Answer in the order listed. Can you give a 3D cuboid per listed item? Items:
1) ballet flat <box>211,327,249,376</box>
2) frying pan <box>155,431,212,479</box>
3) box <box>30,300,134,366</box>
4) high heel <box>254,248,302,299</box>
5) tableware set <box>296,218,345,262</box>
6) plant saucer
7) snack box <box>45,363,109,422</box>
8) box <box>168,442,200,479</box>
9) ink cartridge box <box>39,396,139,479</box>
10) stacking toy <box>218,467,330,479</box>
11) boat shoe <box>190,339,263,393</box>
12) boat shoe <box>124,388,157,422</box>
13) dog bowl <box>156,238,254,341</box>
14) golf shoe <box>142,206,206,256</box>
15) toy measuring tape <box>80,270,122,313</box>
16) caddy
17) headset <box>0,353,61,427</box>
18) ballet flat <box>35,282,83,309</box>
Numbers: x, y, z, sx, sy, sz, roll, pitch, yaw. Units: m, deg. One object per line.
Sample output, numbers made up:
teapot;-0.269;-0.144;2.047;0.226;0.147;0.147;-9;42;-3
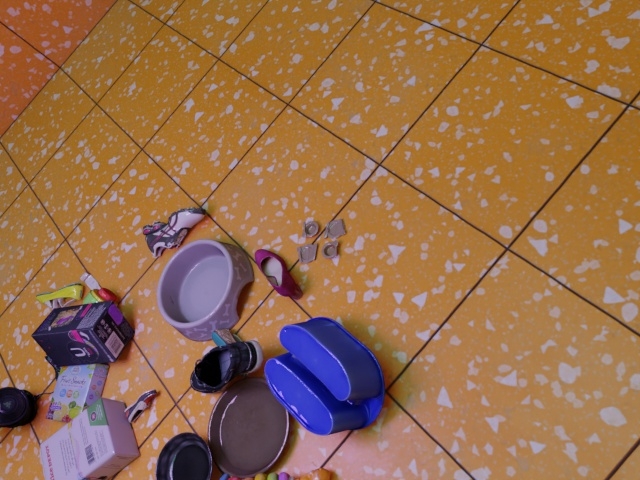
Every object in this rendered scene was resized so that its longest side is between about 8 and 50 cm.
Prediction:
ballet flat;-0.257;0.334;1.722;0.206;0.067;0.073;42;134;36
frying pan;-0.369;0.706;1.577;0.197;0.053;0.326;-27;59;14
box;-0.816;0.324;1.940;0.270;0.165;0.143;-9;34;21
high heel;-0.154;0.091;1.748;0.082;0.117;0.244;-43;55;5
tableware set;0.000;0.000;1.766;0.169;0.020;0.141;-6;65;27
plant saucer;-0.202;0.535;1.615;0.278;0.041;0.278;-12;63;24
snack box;-0.845;0.527;1.955;0.174;0.070;0.207;-4;64;28
box;-0.399;0.722;1.640;0.136;0.036;0.225;-26;59;16
ink cartridge box;-0.742;0.672;1.800;0.278;0.117;0.201;-38;55;8
stacking toy;-0.114;0.661;1.458;0.302;0.175;0.165;-21;86;-1
boat shoe;-0.309;0.375;1.639;0.340;0.113;0.127;-26;69;42
boat shoe;-0.577;0.533;1.817;0.137;0.049;0.043;-41;58;9
dog bowl;-0.392;0.152;1.862;0.349;0.102;0.348;-11;63;23
golf shoe;-0.516;-0.035;2.033;0.273;0.105;0.120;-24;74;24
toy measuring tape;-0.842;0.199;2.080;0.330;0.121;0.121;38;88;36
caddy;0.016;0.355;1.499;0.341;0.179;0.241;37;110;35
headset;-1.096;0.565;1.982;0.394;0.243;0.185;-29;81;-20
ballet flat;-1.023;0.227;2.195;0.231;0.077;0.077;-16;77;20
